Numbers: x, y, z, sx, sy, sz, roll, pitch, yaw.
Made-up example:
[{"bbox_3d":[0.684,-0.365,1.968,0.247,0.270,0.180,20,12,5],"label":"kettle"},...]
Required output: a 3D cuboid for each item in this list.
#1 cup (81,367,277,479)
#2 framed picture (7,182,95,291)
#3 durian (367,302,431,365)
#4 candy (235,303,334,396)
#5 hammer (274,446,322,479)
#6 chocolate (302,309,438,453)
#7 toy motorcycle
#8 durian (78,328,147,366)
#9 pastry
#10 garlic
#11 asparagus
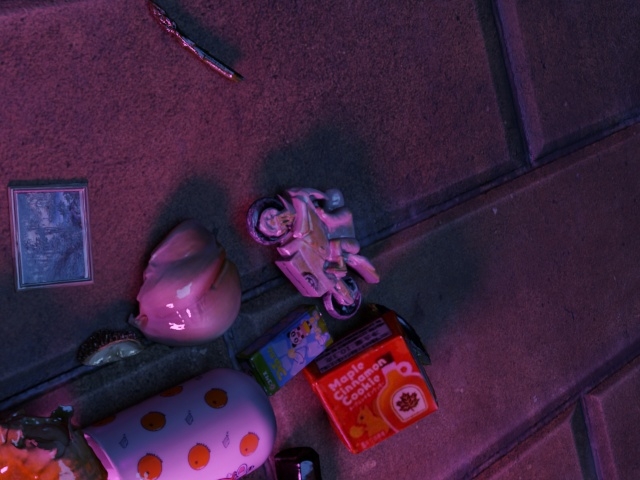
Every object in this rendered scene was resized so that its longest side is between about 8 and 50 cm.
[{"bbox_3d":[-0.246,0.366,1.457,0.317,0.212,0.212,-24,104,-35],"label":"cup"},{"bbox_3d":[-0.467,-0.007,1.416,0.142,0.011,0.183,-5,93,-36],"label":"framed picture"},{"bbox_3d":[0.147,0.223,1.827,0.186,0.119,0.108,41,105,-17],"label":"durian"},{"bbox_3d":[-0.070,0.222,1.673,0.194,0.062,0.097,-37,112,-30],"label":"candy"},{"bbox_3d":[-0.075,0.551,1.519,0.409,0.095,0.243,-1,84,-75],"label":"hammer"},{"bbox_3d":[0.109,0.308,1.725,0.237,0.108,0.235,-27,108,-1],"label":"chocolate"},{"bbox_3d":[0.000,0.000,1.697,0.341,0.107,0.223,49,61,-24],"label":"toy motorcycle"},{"bbox_3d":[-0.371,0.191,1.462,0.130,0.052,0.066,-10,99,-36],"label":"durian"},{"bbox_3d":[-0.482,0.427,1.275,0.329,0.136,0.330,0,94,2],"label":"pastry"},{"bbox_3d":[-0.242,0.099,1.523,0.228,0.110,0.217,-51,121,-24],"label":"garlic"},{"bbox_3d":[-0.242,-0.376,1.566,0.236,0.027,0.034,37,65,-30],"label":"asparagus"}]
